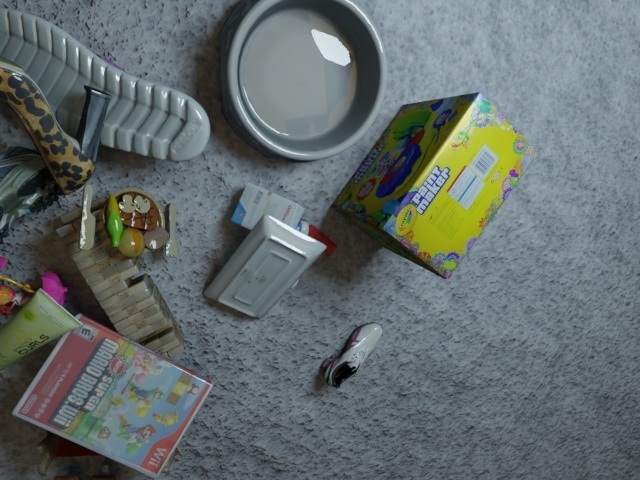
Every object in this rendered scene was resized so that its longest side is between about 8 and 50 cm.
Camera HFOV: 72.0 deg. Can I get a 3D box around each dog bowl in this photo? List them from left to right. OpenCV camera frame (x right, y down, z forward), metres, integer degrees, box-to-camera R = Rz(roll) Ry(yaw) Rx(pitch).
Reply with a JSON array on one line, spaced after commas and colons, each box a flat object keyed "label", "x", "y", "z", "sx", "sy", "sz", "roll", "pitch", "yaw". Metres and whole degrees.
[{"label": "dog bowl", "x": -0.029, "y": -0.315, "z": 0.852, "sx": 0.349, "sy": 0.102, "sz": 0.348, "roll": -6, "pitch": 112, "yaw": -15}]

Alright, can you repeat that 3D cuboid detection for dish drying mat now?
[{"label": "dish drying mat", "x": 0.000, "y": 0.000, "z": 1.006, "sx": 0.083, "sy": 0.008, "sz": 0.032, "roll": 40, "pitch": 88, "yaw": -20}]

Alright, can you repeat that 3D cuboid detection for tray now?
[{"label": "tray", "x": -0.120, "y": 0.072, "z": 0.899, "sx": 0.145, "sy": 0.030, "sz": 0.270, "roll": 29, "pitch": 125, "yaw": -20}]

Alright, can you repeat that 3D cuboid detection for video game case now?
[{"label": "video game case", "x": -0.379, "y": 0.293, "z": 0.825, "sx": 0.285, "sy": 0.025, "sz": 0.204, "roll": 33, "pitch": 83, "yaw": -13}]

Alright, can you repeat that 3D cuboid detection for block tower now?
[{"label": "block tower", "x": -0.383, "y": 0.087, "z": 0.861, "sx": 0.091, "sy": 0.097, "sz": 0.335, "roll": -26, "pitch": 107, "yaw": -11}]

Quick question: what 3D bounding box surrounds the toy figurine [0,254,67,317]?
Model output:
[{"label": "toy figurine", "x": -0.561, "y": 0.098, "z": 0.810, "sx": 0.159, "sy": 0.130, "sz": 0.173, "roll": 29, "pitch": 114, "yaw": -30}]

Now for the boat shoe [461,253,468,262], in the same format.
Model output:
[{"label": "boat shoe", "x": 0.347, "y": -0.007, "z": 1.095, "sx": 0.046, "sy": 0.038, "sz": 0.125, "roll": -7, "pitch": 102, "yaw": 28}]

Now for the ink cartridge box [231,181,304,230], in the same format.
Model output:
[{"label": "ink cartridge box", "x": -0.106, "y": -0.053, "z": 0.902, "sx": 0.122, "sy": 0.052, "sz": 0.088, "roll": 25, "pitch": 91, "yaw": 18}]

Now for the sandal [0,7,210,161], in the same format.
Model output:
[{"label": "sandal", "x": -0.395, "y": -0.254, "z": 0.782, "sx": 0.416, "sy": 0.102, "sz": 0.169, "roll": 26, "pitch": 108, "yaw": -7}]

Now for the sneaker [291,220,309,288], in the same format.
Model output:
[{"label": "sneaker", "x": -0.081, "y": 0.027, "z": 0.959, "sx": 0.085, "sy": 0.058, "sz": 0.152, "roll": 9, "pitch": 97, "yaw": -22}]

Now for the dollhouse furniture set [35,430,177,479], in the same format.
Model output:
[{"label": "dollhouse furniture set", "x": -0.433, "y": 0.412, "z": 0.920, "sx": 0.259, "sy": 0.135, "sz": 0.262, "roll": 2, "pitch": 101, "yaw": -6}]

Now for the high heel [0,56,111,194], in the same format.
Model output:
[{"label": "high heel", "x": -0.467, "y": -0.170, "z": 0.658, "sx": 0.261, "sy": 0.093, "sz": 0.186, "roll": 10, "pitch": 109, "yaw": -41}]

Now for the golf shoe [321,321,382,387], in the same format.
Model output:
[{"label": "golf shoe", "x": 0.086, "y": 0.277, "z": 1.053, "sx": 0.186, "sy": 0.086, "sz": 0.067, "roll": -46, "pitch": 109, "yaw": -5}]

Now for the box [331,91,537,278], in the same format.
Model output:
[{"label": "box", "x": 0.211, "y": -0.117, "z": 0.901, "sx": 0.177, "sy": 0.279, "sz": 0.290, "roll": 35, "pitch": 89, "yaw": -21}]

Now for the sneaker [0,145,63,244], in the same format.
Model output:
[{"label": "sneaker", "x": -0.566, "y": -0.059, "z": 0.721, "sx": 0.122, "sy": 0.110, "sz": 0.283, "roll": 30, "pitch": 48, "yaw": 10}]

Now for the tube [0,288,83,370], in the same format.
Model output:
[{"label": "tube", "x": -0.533, "y": 0.167, "z": 0.791, "sx": 0.240, "sy": 0.062, "sz": 0.070, "roll": -30, "pitch": 153, "yaw": 22}]

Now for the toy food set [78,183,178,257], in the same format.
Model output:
[{"label": "toy food set", "x": -0.335, "y": -0.033, "z": 0.810, "sx": 0.192, "sy": 0.038, "sz": 0.132, "roll": 9, "pitch": 76, "yaw": -53}]
